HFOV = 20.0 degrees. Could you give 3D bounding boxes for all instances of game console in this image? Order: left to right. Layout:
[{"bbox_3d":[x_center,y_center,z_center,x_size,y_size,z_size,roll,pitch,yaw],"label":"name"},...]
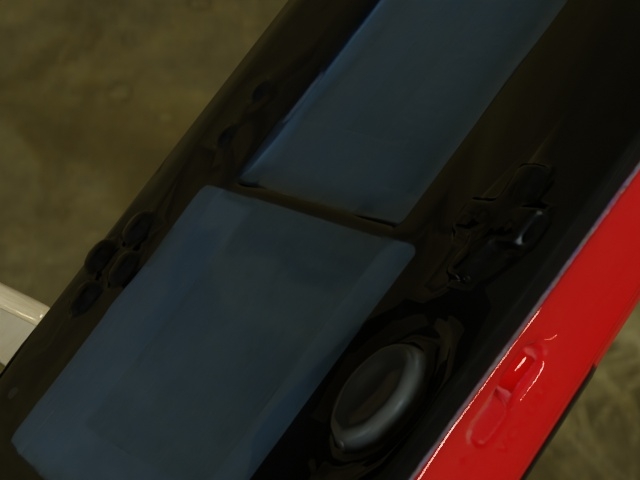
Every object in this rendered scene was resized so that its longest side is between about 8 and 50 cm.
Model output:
[{"bbox_3d":[0.000,0.000,0.718,0.060,0.386,0.342,35,83,-23],"label":"game console"}]

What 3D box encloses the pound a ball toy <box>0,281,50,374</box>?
[{"bbox_3d":[-0.239,0.115,1.330,0.136,0.319,0.208,-50,162,-14],"label":"pound a ball toy"}]
